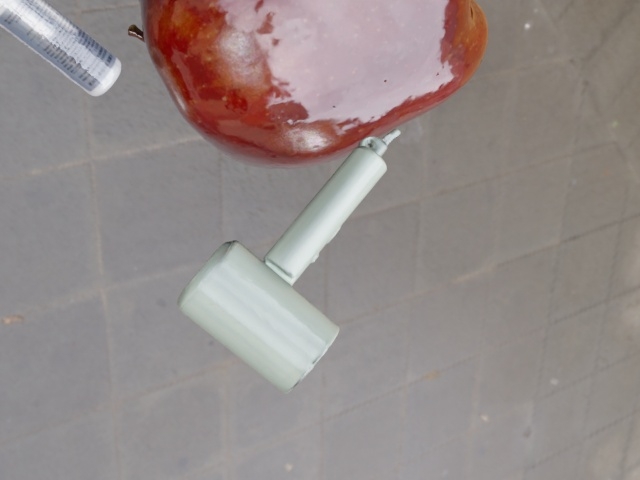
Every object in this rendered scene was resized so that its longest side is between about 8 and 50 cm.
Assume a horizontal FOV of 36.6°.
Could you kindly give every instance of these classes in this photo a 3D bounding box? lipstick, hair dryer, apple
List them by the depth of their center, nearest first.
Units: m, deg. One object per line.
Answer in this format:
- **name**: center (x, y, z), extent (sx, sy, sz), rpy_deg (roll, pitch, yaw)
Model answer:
- **hair dryer**: center (0.000, 0.000, 0.421), extent (0.063, 0.038, 0.124), rpy_deg (40, 74, -3)
- **lipstick**: center (-0.223, -0.170, 0.770), extent (0.141, 0.040, 0.040), rpy_deg (39, 86, -28)
- **apple**: center (-0.015, -0.207, 0.902), extent (0.317, 0.288, 0.288), rpy_deg (-20, 127, -4)
